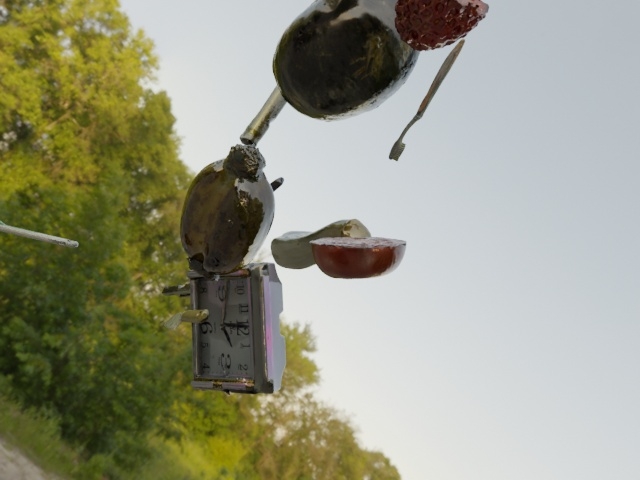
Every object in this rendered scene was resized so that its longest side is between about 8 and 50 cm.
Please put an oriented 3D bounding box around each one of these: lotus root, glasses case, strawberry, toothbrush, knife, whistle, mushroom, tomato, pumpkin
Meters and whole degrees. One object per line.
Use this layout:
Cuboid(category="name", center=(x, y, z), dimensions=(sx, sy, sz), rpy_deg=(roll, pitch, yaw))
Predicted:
Cuboid(category="lotus root", center=(-0.123, -0.038, 0.765), dimensions=(0.120, 0.120, 0.209), rpy_deg=(38, -60, 24))
Cuboid(category="glasses case", center=(-0.143, -0.157, 1.682), dimensions=(0.023, 0.083, 0.033), rpy_deg=(42, 28, -23))
Cuboid(category="strawberry", center=(0.252, -0.527, 1.295), dimensions=(0.234, 0.234, 0.178), rpy_deg=(46, -54, 3))
Cuboid(category="toothbrush", center=(0.293, -0.385, 1.582), dimensions=(0.037, 0.375, 0.028), rpy_deg=(18, 19, -36))
Cuboid(category="toothbrush", center=(-0.778, -0.047, 1.355), dimensions=(0.419, 0.040, 0.042), rpy_deg=(13, 3, -1))
Cuboid(category="knife", center=(-0.266, 0.152, 1.090), dimensions=(0.017, 0.047, 0.298), rpy_deg=(39, -22, -17))
Cuboid(category="whistle", center=(-0.171, -0.449, 1.962), dimensions=(0.068, 0.326, 0.057), rpy_deg=(34, -25, -11))
Cuboid(category="mushroom", center=(0.000, 0.000, 1.631), dimensions=(0.329, 0.159, 0.122), rpy_deg=(-12, -45, 40))
Cuboid(category="tomato", center=(0.087, 0.038, 1.292), dimensions=(0.225, 0.225, 0.084), rpy_deg=(8, -78, 61))
Cuboid(category="pumpkin", center=(0.078, -0.531, 1.632), dimensions=(0.344, 0.454, 0.454), rpy_deg=(52, -20, -14))

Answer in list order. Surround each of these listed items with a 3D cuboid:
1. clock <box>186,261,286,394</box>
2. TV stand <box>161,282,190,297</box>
Cuboid(category="clock", center=(-0.163, 0.161, 1.085), dimensions=(0.187, 0.253, 0.083), rpy_deg=(-4, -3, 26))
Cuboid(category="TV stand", center=(-0.393, 0.147, 1.766), dimensions=(0.249, 0.036, 0.042), rpy_deg=(-9, -45, 33))
